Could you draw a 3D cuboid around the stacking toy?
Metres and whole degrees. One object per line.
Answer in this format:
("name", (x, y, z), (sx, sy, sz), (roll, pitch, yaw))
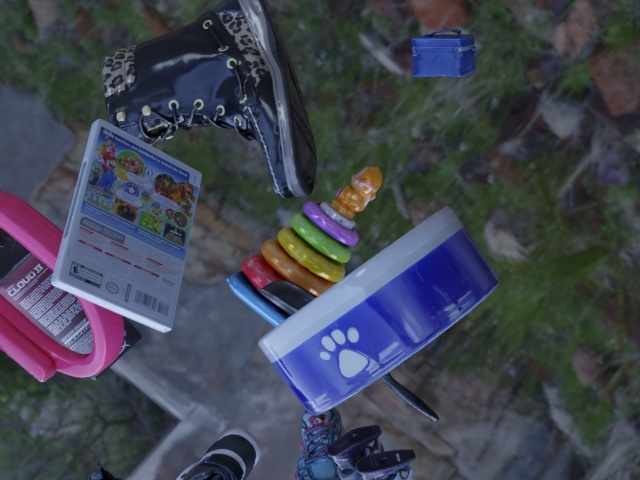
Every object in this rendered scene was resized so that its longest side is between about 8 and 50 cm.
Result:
("stacking toy", (0.000, 0.000, 1.752), (0.165, 0.302, 0.175), (38, -170, 10))

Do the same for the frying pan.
("frying pan", (0.048, 0.152, 1.585), (0.326, 0.053, 0.197), (32, 173, 10))

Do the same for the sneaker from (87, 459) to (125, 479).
("sneaker", (-0.301, 0.317, 1.413), (0.098, 0.069, 0.038), (10, -164, -7))

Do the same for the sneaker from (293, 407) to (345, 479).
("sneaker", (-0.008, 0.377, 2.019), (0.262, 0.104, 0.125), (-95, -6, -67))

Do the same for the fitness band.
("fitness band", (-0.374, 0.061, 1.396), (0.291, 0.054, 0.209), (37, 127, 13))

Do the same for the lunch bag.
("lunch bag", (0.185, -0.279, 1.604), (0.098, 0.067, 0.065), (4, 108, 28))

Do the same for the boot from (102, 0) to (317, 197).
("boot", (-0.173, -0.196, 1.663), (0.138, 0.284, 0.377), (54, -161, -65))

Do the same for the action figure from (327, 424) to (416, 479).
("action figure", (0.101, 0.390, 1.463), (0.185, 0.099, 0.285), (-128, 18, -61))

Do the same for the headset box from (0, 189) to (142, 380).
("headset box", (-0.446, 0.061, 1.731), (0.218, 0.110, 0.293), (38, 168, 47))

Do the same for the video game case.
("video game case", (-0.124, -0.010, 0.713), (0.087, 0.122, 0.011), (28, 146, -33))

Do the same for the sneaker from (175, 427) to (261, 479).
("sneaker", (-0.169, 0.345, 1.426), (0.079, 0.121, 0.217), (38, 120, 6))

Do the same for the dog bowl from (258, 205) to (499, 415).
("dog bowl", (0.065, 0.078, 1.208), (0.104, 0.265, 0.265), (55, 164, 3))
